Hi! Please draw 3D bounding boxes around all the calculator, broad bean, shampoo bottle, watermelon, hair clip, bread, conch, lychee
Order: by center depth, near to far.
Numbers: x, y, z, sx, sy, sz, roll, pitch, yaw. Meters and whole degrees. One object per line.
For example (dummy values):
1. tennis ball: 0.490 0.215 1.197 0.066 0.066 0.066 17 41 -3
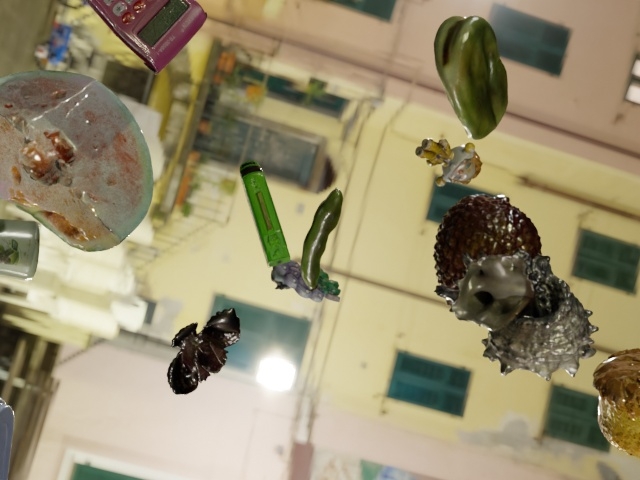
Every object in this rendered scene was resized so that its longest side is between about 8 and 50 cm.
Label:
1. calculator: -0.250 -0.331 1.441 0.034 0.190 0.126 -12 -144 55
2. watermelon: -0.400 -0.126 1.694 0.188 0.322 0.175 -38 -177 -43
3. broad bean: 0.246 -0.257 1.707 0.072 0.206 0.153 5 -146 48
4. shampoo bottle: -0.638 0.005 1.948 0.087 0.234 0.118 -42 -134 52
5. conch: 0.363 0.145 1.957 0.240 0.313 0.186 -51 179 -35
6. bread: 0.589 0.291 1.996 0.260 0.147 0.160 -30 119 -51
7. broad bean: -0.004 0.001 2.192 0.046 0.065 0.254 50 -47 45
8. lychee: 0.349 0.030 2.256 0.236 0.236 0.271 172 -59 -80
9. hair clip: -0.033 0.104 2.494 0.052 0.195 0.124 -52 -136 33

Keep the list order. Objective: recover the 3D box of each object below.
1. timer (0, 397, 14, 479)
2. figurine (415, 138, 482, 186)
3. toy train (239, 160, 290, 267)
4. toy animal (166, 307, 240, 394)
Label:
1. timer: -0.746 0.495 2.042 0.395 0.173 0.395 14 90 -85
2. figurine: 0.244 -0.152 2.043 0.068 0.143 0.101 -111 -154 -44
3. toy train: -0.105 -0.057 1.952 0.042 0.044 0.209 105 -32 -73
4. toy animal: -0.255 0.236 2.296 0.218 0.116 0.179 -53 178 -12
